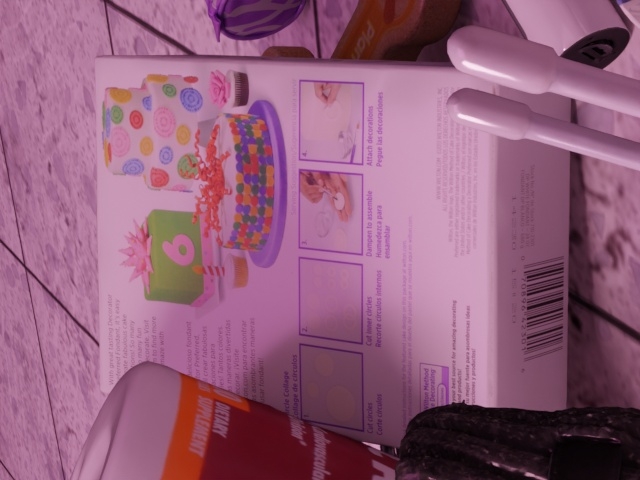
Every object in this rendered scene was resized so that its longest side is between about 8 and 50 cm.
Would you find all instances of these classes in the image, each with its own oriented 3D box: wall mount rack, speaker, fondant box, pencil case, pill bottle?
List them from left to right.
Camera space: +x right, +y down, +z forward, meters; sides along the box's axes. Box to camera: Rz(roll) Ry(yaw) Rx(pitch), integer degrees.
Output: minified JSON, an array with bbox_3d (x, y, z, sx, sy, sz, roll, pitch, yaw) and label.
[{"bbox_3d":[-0.088,-0.248,1.495,0.206,0.088,0.086,55,154,35],"label":"pencil case"},{"bbox_3d":[0.000,0.000,1.229,0.330,0.096,0.238,6,100,36],"label":"fondant box"},{"bbox_3d":[0.026,0.243,1.150,0.224,0.392,0.224,-158,90,-80],"label":"pill bottle"},{"bbox_3d":[0.127,-0.159,1.101,0.136,0.055,0.055,62,156,22],"label":"speaker"},{"bbox_3d":[0.184,0.026,0.732,0.304,0.130,0.350,56,-179,3],"label":"wall mount rack"}]

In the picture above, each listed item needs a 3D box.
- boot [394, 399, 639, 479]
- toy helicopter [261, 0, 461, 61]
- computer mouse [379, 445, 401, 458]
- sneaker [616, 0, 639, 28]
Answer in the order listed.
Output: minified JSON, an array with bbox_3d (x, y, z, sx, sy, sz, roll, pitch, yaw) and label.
[{"bbox_3d":[0.186,0.241,0.971,0.131,0.260,0.348,-19,-81,-76],"label":"boot"},{"bbox_3d":[0.018,-0.068,1.334,0.235,0.140,0.355,65,145,34],"label":"toy helicopter"},{"bbox_3d":[0.091,0.105,1.370,0.272,0.072,0.188,-163,59,-76],"label":"computer mouse"},{"bbox_3d":[0.116,-0.264,0.934,0.182,0.127,0.315,36,145,55],"label":"sneaker"}]
